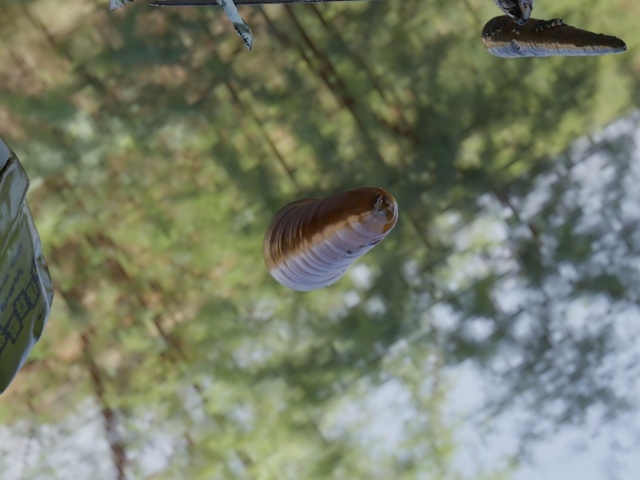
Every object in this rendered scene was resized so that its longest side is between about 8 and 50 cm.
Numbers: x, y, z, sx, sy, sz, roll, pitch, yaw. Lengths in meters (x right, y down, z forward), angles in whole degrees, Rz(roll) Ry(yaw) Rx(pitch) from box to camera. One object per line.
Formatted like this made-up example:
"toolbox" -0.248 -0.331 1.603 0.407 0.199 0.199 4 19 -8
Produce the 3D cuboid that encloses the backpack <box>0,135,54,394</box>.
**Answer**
"backpack" -0.292 -0.003 1.317 0.140 0.253 0.207 -9 -139 25

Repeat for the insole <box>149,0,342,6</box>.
"insole" -0.019 -0.249 1.907 0.328 0.007 0.111 -6 -168 -28

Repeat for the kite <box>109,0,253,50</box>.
"kite" -0.108 -0.230 1.337 0.012 0.250 0.229 -9 -139 31

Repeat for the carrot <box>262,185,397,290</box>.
"carrot" 0.000 0.000 1.111 0.066 0.062 0.271 8 178 -3

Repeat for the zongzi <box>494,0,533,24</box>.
"zongzi" 0.176 -0.251 1.698 0.073 0.083 0.067 -44 -169 26

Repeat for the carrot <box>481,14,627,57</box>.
"carrot" 0.237 -0.204 1.883 0.049 0.049 0.254 -33 -158 -18
